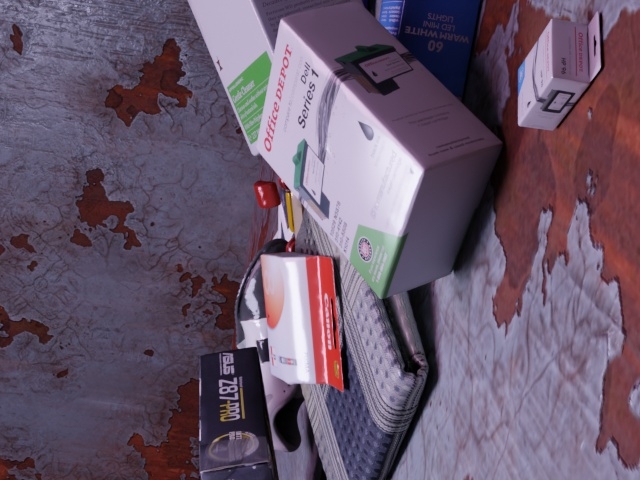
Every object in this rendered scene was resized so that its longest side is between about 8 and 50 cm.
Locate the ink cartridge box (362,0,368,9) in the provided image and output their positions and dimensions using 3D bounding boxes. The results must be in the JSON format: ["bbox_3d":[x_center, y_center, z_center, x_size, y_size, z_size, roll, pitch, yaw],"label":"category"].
[{"bbox_3d":[0.037,-0.284,1.720,0.208,0.045,0.206,133,143,-71],"label":"ink cartridge box"}]

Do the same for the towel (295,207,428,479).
[{"bbox_3d":[0.032,0.104,1.217,0.312,0.056,0.324,103,155,-48],"label":"towel"}]

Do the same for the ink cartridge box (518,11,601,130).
[{"bbox_3d":[0.161,-0.116,0.757,0.083,0.028,0.048,116,160,-64],"label":"ink cartridge box"}]

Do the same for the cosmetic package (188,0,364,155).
[{"bbox_3d":[-0.065,-0.319,1.445,0.366,0.155,0.197,66,156,1],"label":"cosmetic package"}]

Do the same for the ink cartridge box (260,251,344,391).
[{"bbox_3d":[-0.023,0.088,1.225,0.179,0.045,0.146,-174,79,-76],"label":"ink cartridge box"}]

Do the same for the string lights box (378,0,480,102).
[{"bbox_3d":[0.105,-0.237,1.094,0.133,0.076,0.260,-119,38,-77],"label":"string lights box"}]

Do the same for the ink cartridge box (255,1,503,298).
[{"bbox_3d":[0.042,-0.084,0.992,0.219,0.092,0.160,50,143,32],"label":"ink cartridge box"}]

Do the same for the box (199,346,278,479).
[{"bbox_3d":[-0.093,0.386,1.487,0.318,0.097,0.395,-100,3,-70],"label":"box"}]

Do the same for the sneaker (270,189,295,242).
[{"bbox_3d":[-0.032,-0.024,1.807,0.235,0.094,0.153,-148,67,-81],"label":"sneaker"}]

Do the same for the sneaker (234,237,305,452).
[{"bbox_3d":[-0.051,0.162,1.664,0.122,0.146,0.331,-20,-57,-53],"label":"sneaker"}]

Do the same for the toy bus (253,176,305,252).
[{"bbox_3d":[0.023,-0.030,1.370,0.191,0.104,0.202,58,147,6],"label":"toy bus"}]
